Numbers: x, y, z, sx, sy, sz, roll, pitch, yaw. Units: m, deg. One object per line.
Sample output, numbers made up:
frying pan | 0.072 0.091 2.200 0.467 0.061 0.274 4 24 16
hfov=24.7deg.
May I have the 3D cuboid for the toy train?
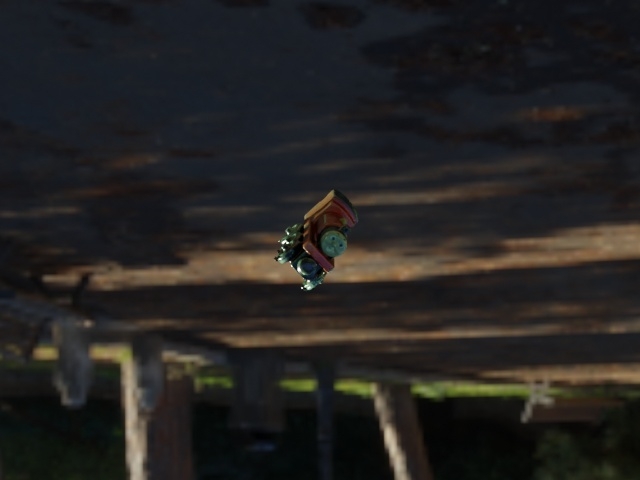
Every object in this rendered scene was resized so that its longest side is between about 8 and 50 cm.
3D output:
toy train | 0.000 0.000 1.182 0.064 0.044 0.103 -40 -168 12
